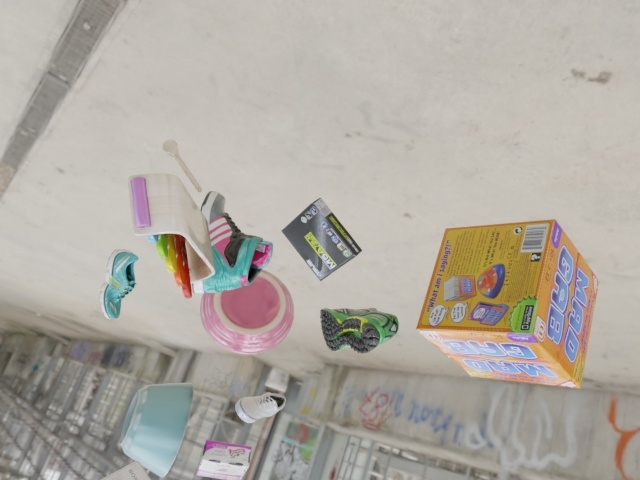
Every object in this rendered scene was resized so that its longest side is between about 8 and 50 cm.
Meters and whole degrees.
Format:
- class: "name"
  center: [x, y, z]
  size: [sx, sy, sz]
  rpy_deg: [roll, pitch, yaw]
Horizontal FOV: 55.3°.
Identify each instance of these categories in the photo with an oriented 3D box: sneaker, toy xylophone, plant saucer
- class: "sneaker"
  center: [-0.208, 0.574, 2.149]
  size: [0.094, 0.091, 0.258]
  rpy_deg: [54, -167, 19]
- class: "sneaker"
  center: [-0.753, 0.170, 2.293]
  size: [0.110, 0.275, 0.107]
  rpy_deg: [14, -172, 8]
- class: "toy xylophone"
  center: [-0.277, -0.041, 1.182]
  size: [0.081, 0.236, 0.322]
  rpy_deg: [-12, 151, 0]
- class: "sneaker"
  center: [-0.202, 0.000, 1.460]
  size: [0.179, 0.295, 0.123]
  rpy_deg: [2, 141, -3]
- class: "sneaker"
  center: [0.111, 0.270, 1.874]
  size: [0.147, 0.134, 0.344]
  rpy_deg: [-13, -172, -30]
- class: "plant saucer"
  center: [-0.250, 0.228, 2.133]
  size: [0.333, 0.332, 0.084]
  rpy_deg: [20, 145, -3]

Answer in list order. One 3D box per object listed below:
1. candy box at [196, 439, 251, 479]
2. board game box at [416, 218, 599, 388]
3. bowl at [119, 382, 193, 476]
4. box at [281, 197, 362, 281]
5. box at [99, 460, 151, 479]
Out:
- class: "candy box"
  center: [-0.333, 0.755, 2.089]
  size: [0.159, 0.071, 0.233]
  rpy_deg: [12, 146, -9]
- class: "board game box"
  center: [0.565, 0.190, 1.822]
  size: [0.357, 0.356, 0.356]
  rpy_deg: [-4, 145, 44]
- class: "bowl"
  center: [-0.550, 0.599, 2.005]
  size: [0.163, 0.311, 0.311]
  rpy_deg: [20, 162, -17]
- class: "box"
  center: [0.000, 0.000, 1.713]
  size: [0.190, 0.045, 0.184]
  rpy_deg: [52, 136, 0]
- class: "box"
  center: [-0.436, 0.508, 0.986]
  size: [0.058, 0.322, 0.232]
  rpy_deg: [46, 136, 29]
